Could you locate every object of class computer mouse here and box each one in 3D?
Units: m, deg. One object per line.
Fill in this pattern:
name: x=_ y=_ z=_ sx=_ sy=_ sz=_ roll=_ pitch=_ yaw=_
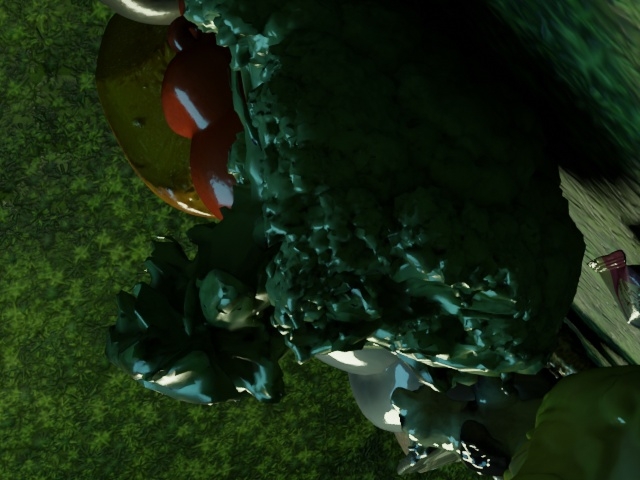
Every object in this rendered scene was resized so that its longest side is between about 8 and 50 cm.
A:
computer mouse: x=0.158 y=0.172 z=1.715 sx=0.389 sy=0.199 sz=0.115 roll=93 pitch=159 yaw=-77

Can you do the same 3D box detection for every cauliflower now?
cauliflower: x=0.000 y=0.000 z=0.832 sx=0.272 sy=0.250 sz=0.275 roll=49 pitch=-177 yaw=31

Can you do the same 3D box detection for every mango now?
mango: x=-0.138 y=-0.158 z=1.685 sx=0.350 sy=0.201 sz=0.199 roll=-122 pitch=23 yaw=-49

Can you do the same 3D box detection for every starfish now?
starfish: x=0.166 y=0.059 z=1.214 sx=0.247 sy=0.050 sz=0.138 roll=45 pitch=176 yaw=6

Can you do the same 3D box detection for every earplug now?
earplug: x=0.046 y=0.052 z=1.459 sx=0.325 sy=0.175 sz=0.214 roll=61 pitch=-155 yaw=-63

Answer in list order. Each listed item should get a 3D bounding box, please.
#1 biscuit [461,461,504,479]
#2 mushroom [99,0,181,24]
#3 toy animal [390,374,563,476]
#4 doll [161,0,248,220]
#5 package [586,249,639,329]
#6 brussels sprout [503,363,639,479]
biscuit: x=0.226 y=0.231 z=1.594 sx=0.205 sy=0.031 sz=0.138 roll=12 pitch=-179 yaw=-33
mushroom: x=-0.170 y=-0.269 z=1.471 sx=0.188 sy=0.117 sz=0.141 roll=45 pitch=-168 yaw=-34
toy animal: x=0.171 y=0.162 z=1.366 sx=0.121 sy=0.225 sz=0.094 roll=94 pitch=-178 yaw=-61
doll: x=-0.031 y=-0.077 z=1.242 sx=0.290 sy=0.161 sz=0.130 roll=54 pitch=153 yaw=-12
package: x=0.178 y=0.036 z=0.826 sx=0.083 sy=0.029 sz=0.059 roll=38 pitch=171 yaw=-3
brussels sprout: x=0.190 y=0.233 z=0.881 sx=0.344 sy=0.268 sz=0.344 roll=54 pitch=173 yaw=9
